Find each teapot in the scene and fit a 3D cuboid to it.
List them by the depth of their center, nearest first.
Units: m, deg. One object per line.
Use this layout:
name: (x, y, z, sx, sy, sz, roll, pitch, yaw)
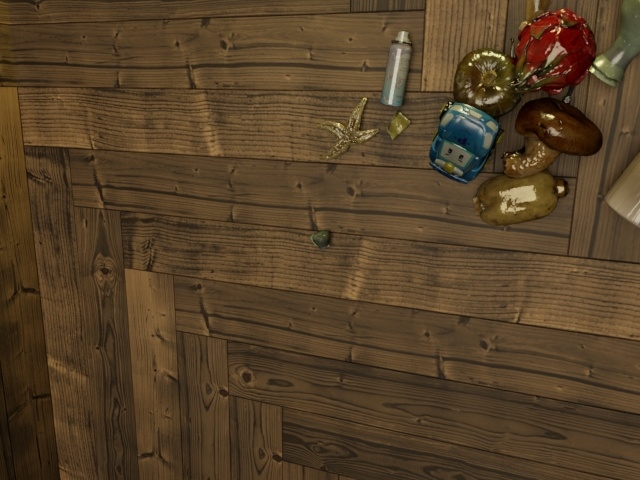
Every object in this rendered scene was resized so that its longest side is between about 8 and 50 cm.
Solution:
teapot: (0.856, -0.551, 1.600, 0.183, 0.183, 0.251, 40, 125, 8)
teapot: (0.000, 0.000, 2.133, 0.088, 0.066, 0.057, 0, 122, 44)

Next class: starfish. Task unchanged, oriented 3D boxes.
starfish: (0.076, -0.375, 2.012, 0.247, 0.050, 0.138, -24, 92, 22)

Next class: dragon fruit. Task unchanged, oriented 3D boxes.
dragon fruit: (0.633, -0.495, 1.620, 0.233, 0.234, 0.293, 34, 87, 11)

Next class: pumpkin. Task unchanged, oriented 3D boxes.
pumpkin: (0.503, -0.464, 1.748, 0.218, 0.162, 0.219, -1, 85, 14)

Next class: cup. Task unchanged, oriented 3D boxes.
cup: (0.984, -0.158, 1.645, 0.273, 0.288, 0.208, -57, 44, 24)

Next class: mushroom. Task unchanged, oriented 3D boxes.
mushroom: (0.673, -0.299, 1.683, 0.267, 0.267, 0.255, 24, 145, 15)

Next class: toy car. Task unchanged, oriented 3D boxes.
toy car: (0.423, -0.285, 1.774, 0.198, 0.314, 0.166, 30, 77, 10)

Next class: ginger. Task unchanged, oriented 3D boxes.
ginger: (0.655, -0.713, 1.687, 0.131, 0.086, 0.295, 0, 115, -7)

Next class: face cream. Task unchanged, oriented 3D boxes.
face cream: (0.247, -0.552, 1.886, 0.075, 0.075, 0.230, 14, 108, 18)

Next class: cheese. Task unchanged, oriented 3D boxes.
cheese: (0.251, -0.381, 1.945, 0.060, 0.041, 0.084, 43, 99, -1)

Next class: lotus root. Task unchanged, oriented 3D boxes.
lotus root: (0.615, -0.133, 1.806, 0.284, 0.146, 0.160, -12, 113, 22)

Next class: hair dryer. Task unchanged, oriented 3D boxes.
hair dryer: (0.744, -0.442, 1.737, 0.026, 0.047, 0.083, 24, 96, 15)
